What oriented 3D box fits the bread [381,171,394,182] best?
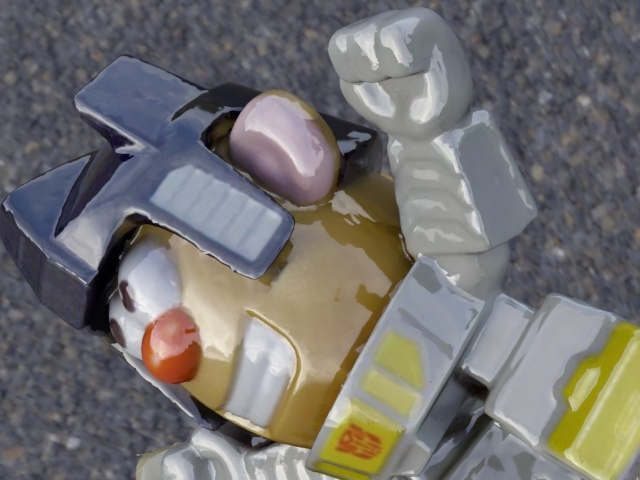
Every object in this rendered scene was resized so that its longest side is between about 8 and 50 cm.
[{"bbox_3d":[0.000,0.000,1.259,0.189,0.114,0.077,-17,101,46],"label":"bread"}]

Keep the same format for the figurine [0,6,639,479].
[{"bbox_3d":[0.005,0.036,0.651,0.308,0.143,0.308,5,104,22],"label":"figurine"}]

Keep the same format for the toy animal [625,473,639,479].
[{"bbox_3d":[0.246,0.239,1.309,0.214,0.186,0.094,-54,31,34],"label":"toy animal"}]

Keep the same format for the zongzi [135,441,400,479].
[{"bbox_3d":[-0.041,0.193,1.153,0.194,0.197,0.099,1,76,-12],"label":"zongzi"}]
